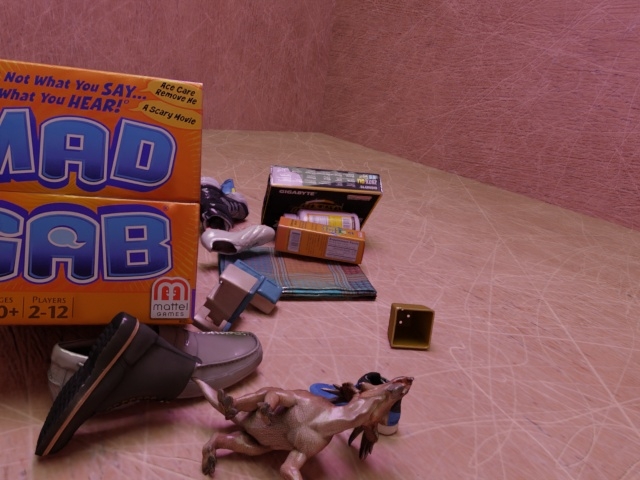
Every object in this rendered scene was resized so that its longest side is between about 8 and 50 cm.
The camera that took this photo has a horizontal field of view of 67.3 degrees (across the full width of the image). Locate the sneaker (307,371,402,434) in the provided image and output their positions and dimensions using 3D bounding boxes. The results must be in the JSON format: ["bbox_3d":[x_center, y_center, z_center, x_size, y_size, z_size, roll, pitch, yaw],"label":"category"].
[{"bbox_3d":[0.054,0.233,0.746,0.152,0.085,0.058,17,22,24],"label":"sneaker"}]

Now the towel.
[{"bbox_3d":[-0.070,0.072,1.206,0.370,0.040,0.271,3,21,-15],"label":"towel"}]

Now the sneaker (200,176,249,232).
[{"bbox_3d":[-0.290,-0.075,1.439,0.101,0.153,0.268,-23,-23,15],"label":"sneaker"}]

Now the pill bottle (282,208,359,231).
[{"bbox_3d":[-0.002,-0.030,1.394,0.214,0.117,0.117,4,20,-12],"label":"pill bottle"}]

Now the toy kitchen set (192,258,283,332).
[{"bbox_3d":[-0.131,0.094,0.925,0.122,0.166,0.207,34,32,-5],"label":"toy kitchen set"}]

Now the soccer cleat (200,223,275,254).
[{"bbox_3d":[-0.199,0.003,1.200,0.196,0.068,0.076,-4,39,-30],"label":"soccer cleat"}]

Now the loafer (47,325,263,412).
[{"bbox_3d":[-0.237,0.179,0.741,0.319,0.112,0.112,-5,24,-32],"label":"loafer"}]

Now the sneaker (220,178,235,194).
[{"bbox_3d":[-0.353,-0.178,1.737,0.082,0.069,0.209,-1,22,-13],"label":"sneaker"}]

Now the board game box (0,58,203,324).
[{"bbox_3d":[-0.389,-0.057,0.819,0.356,0.357,0.356,3,-2,-15],"label":"board game box"}]

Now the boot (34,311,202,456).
[{"bbox_3d":[-0.263,0.213,0.643,0.137,0.198,0.077,38,-6,-29],"label":"boot"}]

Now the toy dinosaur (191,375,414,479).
[{"bbox_3d":[-0.035,0.242,0.656,0.295,0.127,0.200,1,3,32],"label":"toy dinosaur"}]

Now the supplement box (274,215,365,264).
[{"bbox_3d":[0.000,0.000,1.275,0.233,0.080,0.078,12,22,-3],"label":"supplement box"}]

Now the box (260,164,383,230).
[{"bbox_3d":[-0.007,-0.113,1.445,0.321,0.257,0.079,3,64,-13],"label":"box"}]

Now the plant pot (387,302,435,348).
[{"bbox_3d":[0.178,0.168,0.989,0.081,0.082,0.083,5,8,-7],"label":"plant pot"}]
